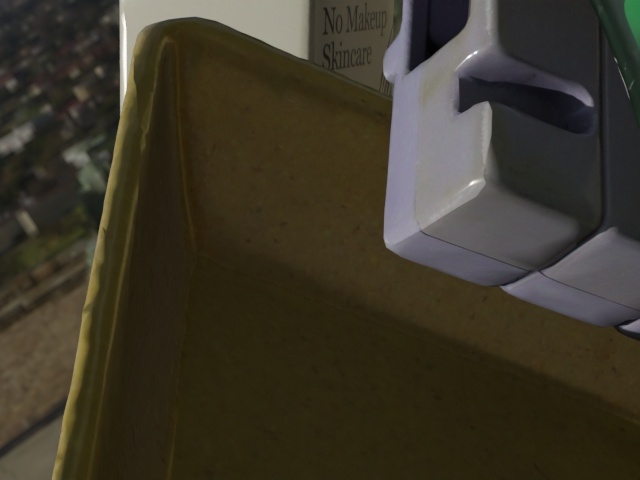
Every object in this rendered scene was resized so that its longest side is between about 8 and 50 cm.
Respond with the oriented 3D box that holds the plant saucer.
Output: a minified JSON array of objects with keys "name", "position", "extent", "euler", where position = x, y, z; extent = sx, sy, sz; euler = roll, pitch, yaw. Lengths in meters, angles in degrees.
[{"name":"plant saucer","position":[0.071,0.117,0.443],"extent":[0.081,0.333,0.333],"euler":[-55,21,38]}]

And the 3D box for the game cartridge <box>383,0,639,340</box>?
[{"name":"game cartridge","position":[0.134,-0.122,0.502],"extent":[0.068,0.230,0.355],"euler":[-33,43,48]}]

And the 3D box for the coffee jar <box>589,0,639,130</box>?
[{"name":"coffee jar","position":[0.106,-0.035,0.319],"extent":[0.096,0.184,0.079],"euler":[-10,-13,-37]}]

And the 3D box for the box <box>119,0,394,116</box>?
[{"name":"box","position":[-0.027,-0.003,0.713],"extent":[0.094,0.275,0.113],"euler":[6,13,21]}]
